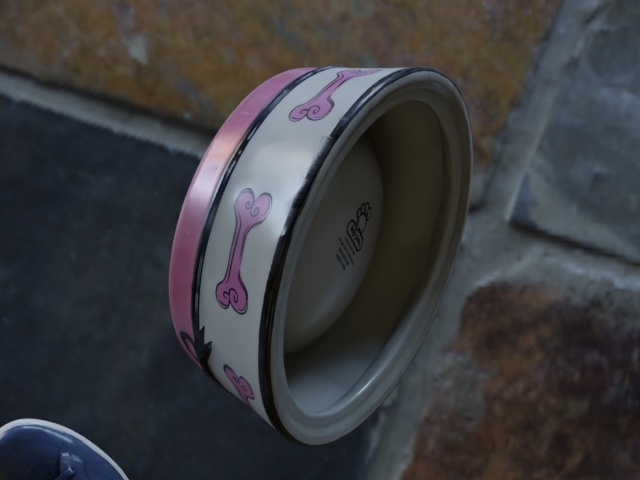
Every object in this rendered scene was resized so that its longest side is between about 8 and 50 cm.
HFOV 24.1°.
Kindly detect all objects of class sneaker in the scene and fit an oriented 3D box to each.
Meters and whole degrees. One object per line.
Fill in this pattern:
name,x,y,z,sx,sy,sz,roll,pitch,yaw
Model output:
sneaker,-0.232,0.338,1.628,0.131,0.148,0.350,-43,97,-4

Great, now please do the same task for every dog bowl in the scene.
dog bowl,0.000,0.000,1.564,0.150,0.408,0.408,20,67,27
